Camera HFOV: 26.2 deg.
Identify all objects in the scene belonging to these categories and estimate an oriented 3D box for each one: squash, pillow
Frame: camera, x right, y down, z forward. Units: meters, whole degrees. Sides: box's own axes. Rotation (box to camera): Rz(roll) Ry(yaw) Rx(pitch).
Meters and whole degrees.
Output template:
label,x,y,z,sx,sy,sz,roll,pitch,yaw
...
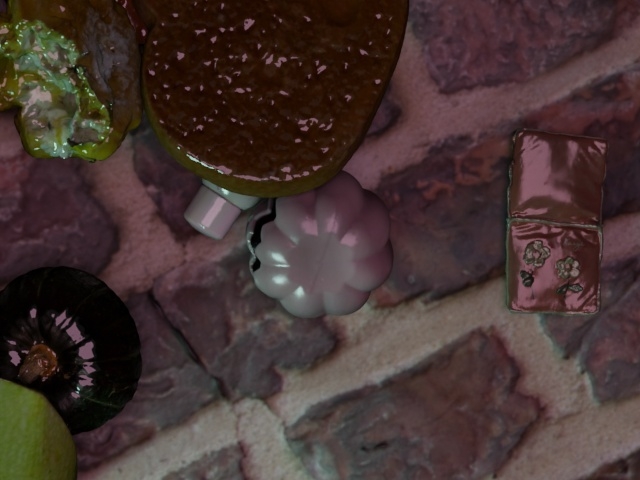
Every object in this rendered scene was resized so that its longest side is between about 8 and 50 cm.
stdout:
label,x,y,z,sx,sy,sz,roll,pitch,yaw
squash,-0.297,0.126,1.568,0.193,0.156,0.193,-1,73,4
pillow,0.292,-0.022,1.713,0.126,0.043,0.232,2,93,-9
squash,-0.361,0.222,1.535,0.237,0.204,0.155,18,85,-19

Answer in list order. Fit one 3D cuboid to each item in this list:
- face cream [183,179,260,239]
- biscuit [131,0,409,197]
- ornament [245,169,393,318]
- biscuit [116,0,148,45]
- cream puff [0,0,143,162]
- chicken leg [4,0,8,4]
label,x,y,z,sx,sy,sz,roll,pitch,yaw
face cream,-0.069,-0.122,1.624,0.082,0.082,0.269,35,87,-10
biscuit,-0.068,-0.235,1.551,0.314,0.063,0.367,22,76,-1
ornament,0.000,0.000,1.611,0.178,0.177,0.177,-1,94,-10
biscuit,-0.165,-0.370,1.607,0.284,0.043,0.306,24,94,-17
cream puff,-0.297,-0.194,1.539,0.195,0.195,0.221,-22,108,-8
chicken leg,-0.349,-0.364,1.579,0.093,0.053,0.205,3,90,4
